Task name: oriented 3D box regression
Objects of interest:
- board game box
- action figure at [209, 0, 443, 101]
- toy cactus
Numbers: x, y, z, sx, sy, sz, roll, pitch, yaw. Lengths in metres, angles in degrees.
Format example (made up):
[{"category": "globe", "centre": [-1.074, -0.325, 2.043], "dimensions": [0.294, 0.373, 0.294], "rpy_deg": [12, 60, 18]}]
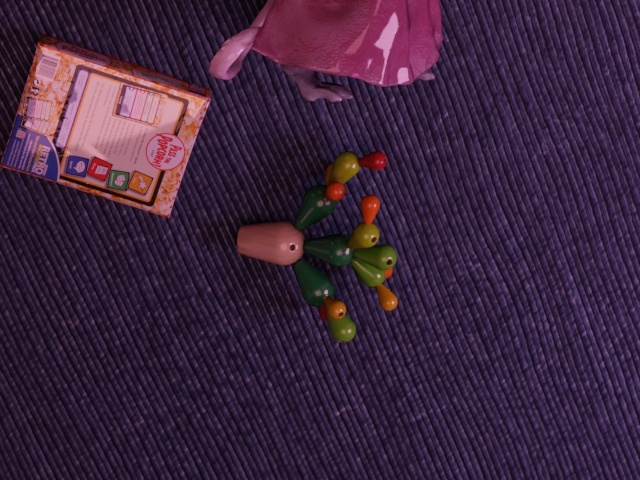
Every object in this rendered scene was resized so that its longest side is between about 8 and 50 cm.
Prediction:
[{"category": "board game box", "centre": [-0.234, -0.123, 1.775], "dimensions": [0.194, 0.045, 0.146], "rpy_deg": [18, 108, -11]}, {"category": "action figure", "centre": [0.050, -0.338, 1.637], "dimensions": [0.276, 0.248, 0.370], "rpy_deg": [7, 112, 8]}, {"category": "toy cactus", "centre": [0.000, 0.000, 1.826], "dimensions": [0.181, 0.112, 0.219], "rpy_deg": [6, 114, 14]}]
